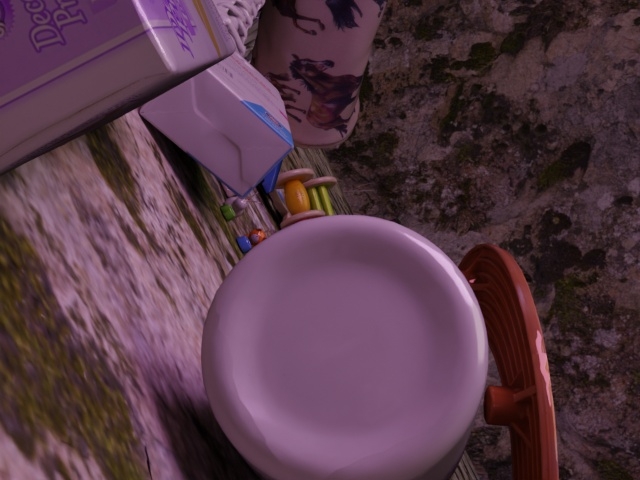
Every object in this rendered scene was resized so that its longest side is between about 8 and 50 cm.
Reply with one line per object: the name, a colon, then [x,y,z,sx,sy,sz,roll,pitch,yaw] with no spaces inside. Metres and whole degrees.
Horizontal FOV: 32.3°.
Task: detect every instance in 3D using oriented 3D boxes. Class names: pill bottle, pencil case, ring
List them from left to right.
pencil case: [0.012,-0.320,1.319,0.184,0.159,0.410,-100,-161,-47]
pill bottle: [0.017,0.085,0.594,0.229,0.131,0.131,80,-14,-69]
ring: [0.086,0.169,0.705,0.336,0.032,0.337,-176,-90,-85]

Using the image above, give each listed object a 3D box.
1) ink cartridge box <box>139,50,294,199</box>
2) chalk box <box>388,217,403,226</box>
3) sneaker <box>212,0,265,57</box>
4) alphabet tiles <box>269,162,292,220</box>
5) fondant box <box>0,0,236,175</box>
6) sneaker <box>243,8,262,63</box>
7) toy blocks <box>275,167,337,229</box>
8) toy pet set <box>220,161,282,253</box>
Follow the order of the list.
ink cartridge box: [-0.084,-0.113,0.895,0.104,0.061,0.181,41,12,-17]
chalk box: [0.080,0.082,1.375,0.132,0.132,0.213,62,6,-17]
sneaker: [-0.091,-0.259,1.158,0.108,0.169,0.293,61,6,-48]
alphabet tiles: [-0.070,-0.098,1.392,0.284,0.021,0.278,62,5,-23]
fondant box: [-0.144,-0.173,0.537,0.238,0.096,0.330,63,6,-10]
sneaker: [-0.069,-0.268,1.658,0.236,0.130,0.323,60,-2,14]
toy blocks: [0.000,0.000,1.254,0.123,0.054,0.148,12,60,-66]
toy pet set: [-0.062,-0.060,0.998,0.122,0.065,0.114,64,5,-2]
